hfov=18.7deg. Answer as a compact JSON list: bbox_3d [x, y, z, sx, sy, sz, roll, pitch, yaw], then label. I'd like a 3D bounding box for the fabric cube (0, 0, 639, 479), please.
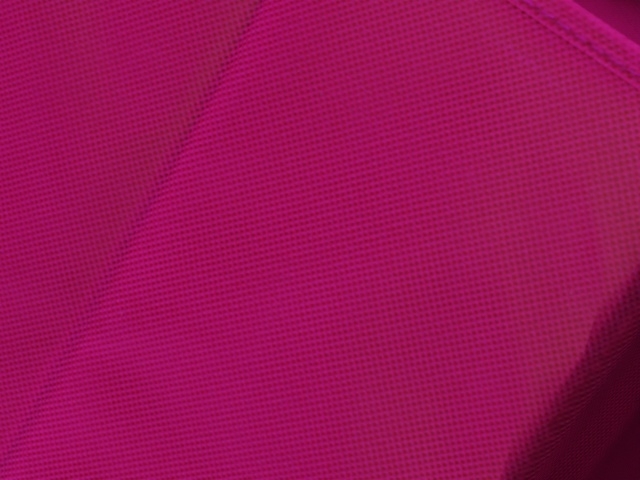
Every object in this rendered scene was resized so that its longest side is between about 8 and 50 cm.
[{"bbox_3d":[0.000,0.000,0.617,0.259,0.254,0.258,38,109,19],"label":"fabric cube"}]
